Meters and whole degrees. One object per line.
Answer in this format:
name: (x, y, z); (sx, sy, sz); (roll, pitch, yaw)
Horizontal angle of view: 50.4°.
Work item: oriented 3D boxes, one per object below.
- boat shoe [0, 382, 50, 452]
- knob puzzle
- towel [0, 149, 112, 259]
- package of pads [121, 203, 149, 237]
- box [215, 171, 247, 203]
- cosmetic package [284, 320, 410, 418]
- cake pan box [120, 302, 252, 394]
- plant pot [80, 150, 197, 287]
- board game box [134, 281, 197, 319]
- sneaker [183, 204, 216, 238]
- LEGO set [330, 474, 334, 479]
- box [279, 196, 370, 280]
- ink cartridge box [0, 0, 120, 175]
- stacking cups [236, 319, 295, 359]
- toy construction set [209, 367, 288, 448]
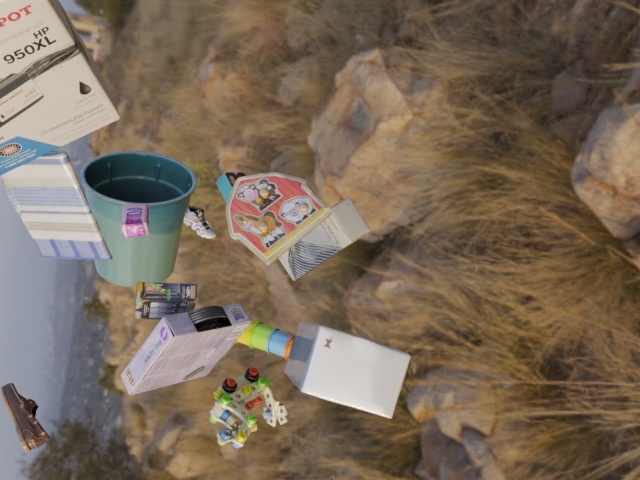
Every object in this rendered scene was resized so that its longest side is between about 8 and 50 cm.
boat shoe: (-0.794, 0.467, 1.833); (0.207, 0.073, 0.073); (54, 163, 22)
knob puzzle: (-0.103, -0.068, 1.338); (0.030, 0.213, 0.213); (85, 179, -59)
towel: (-0.593, -0.076, 1.509); (0.034, 0.209, 0.285); (-64, -32, -48)
package of pads: (-0.357, -0.040, 1.312); (0.083, 0.050, 0.032); (-109, 14, -55)
box: (-0.255, -0.119, 2.315); (0.060, 0.100, 0.244); (-42, 68, 35)
cosmetic package: (0.051, 0.319, 1.757); (0.453, 0.229, 0.162); (142, 146, -81)
cake pan box: (-0.327, 0.264, 1.674); (0.070, 0.245, 0.267); (55, 126, 22)
plant pot: (-0.575, -0.056, 2.132); (0.341, 0.340, 0.334); (-114, 32, -53)
board game box: (-0.381, 0.150, 1.664); (0.170, 0.140, 0.048); (127, 142, -63)
sneaker: (-0.294, -0.052, 1.679); (0.038, 0.098, 0.069); (-42, -21, -50)
LEGO set: (0.035, 0.667, 1.800); (0.054, 0.023, 0.083); (85, 171, -47)
box: (0.000, 0.000, 1.829); (0.113, 0.094, 0.275); (56, 137, 3)
ink cartridge box: (-0.581, -0.326, 1.235); (0.166, 0.285, 0.395); (60, 173, 22)
stacking cups: (-0.124, 0.321, 2.123); (0.316, 0.096, 0.096); (15, 100, 23)
toy construction set: (-0.225, 0.537, 2.191); (0.215, 0.327, 0.151); (45, 111, 22)
